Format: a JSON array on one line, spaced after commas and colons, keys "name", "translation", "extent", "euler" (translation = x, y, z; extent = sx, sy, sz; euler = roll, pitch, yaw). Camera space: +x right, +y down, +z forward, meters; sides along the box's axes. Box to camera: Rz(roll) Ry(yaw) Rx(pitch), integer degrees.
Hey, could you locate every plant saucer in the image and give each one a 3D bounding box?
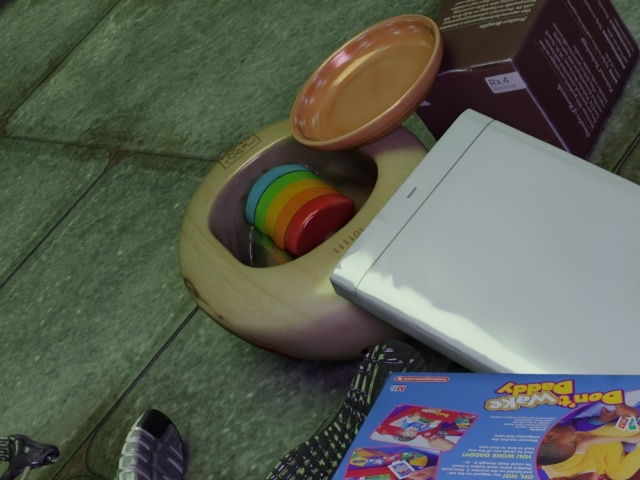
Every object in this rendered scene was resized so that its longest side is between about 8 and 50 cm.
[{"name": "plant saucer", "translation": [0.055, -0.168, 1.609], "extent": [0.200, 0.037, 0.200], "euler": [-30, 32, 21]}]

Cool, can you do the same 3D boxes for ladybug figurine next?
[{"name": "ladybug figurine", "translation": [0.000, 0.000, 1.643], "extent": [0.305, 0.162, 0.449], "euler": [-39, 31, -3]}]

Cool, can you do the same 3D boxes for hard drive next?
[{"name": "hard drive", "translation": [0.214, 0.032, 1.344], "extent": [0.353, 0.047, 0.233], "euler": [29, 69, 31]}]

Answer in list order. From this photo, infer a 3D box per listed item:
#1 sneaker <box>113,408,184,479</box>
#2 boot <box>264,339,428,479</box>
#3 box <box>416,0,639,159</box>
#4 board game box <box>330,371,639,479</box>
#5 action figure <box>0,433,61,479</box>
[{"name": "sneaker", "translation": [-0.228, 0.288, 1.580], "extent": [0.132, 0.086, 0.228], "euler": [-26, 33, 25]}, {"name": "boot", "translation": [0.022, 0.215, 1.371], "extent": [0.083, 0.161, 0.246], "euler": [34, 70, 13]}, {"name": "box", "translation": [0.228, -0.199, 1.663], "extent": [0.168, 0.167, 0.203], "euler": [-4, 45, 45]}, {"name": "board game box", "translation": [0.188, 0.193, 1.108], "extent": [0.347, 0.078, 0.233], "euler": [-1, 26, 23]}, {"name": "action figure", "translation": [-0.355, 0.341, 1.580], "extent": [0.141, 0.164, 0.275], "euler": [-12, 27, 11]}]
